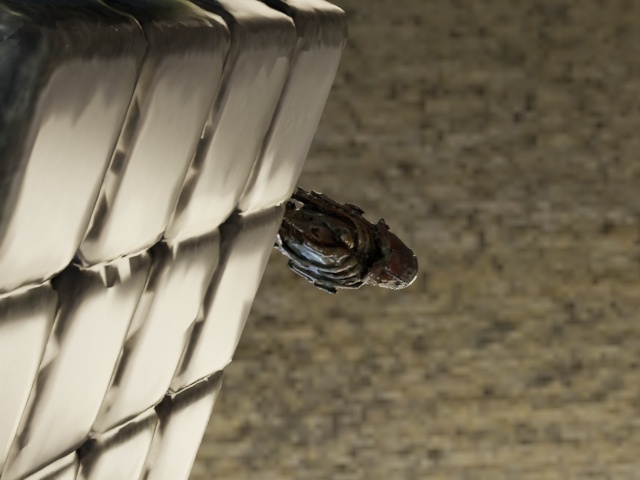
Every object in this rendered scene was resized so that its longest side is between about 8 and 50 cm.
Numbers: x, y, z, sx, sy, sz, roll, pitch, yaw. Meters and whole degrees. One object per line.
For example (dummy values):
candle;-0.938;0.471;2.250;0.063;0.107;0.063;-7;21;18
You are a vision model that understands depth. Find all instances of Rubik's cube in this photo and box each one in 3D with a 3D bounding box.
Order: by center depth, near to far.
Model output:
Rubik's cube;-0.230;0.013;0.714;0.344;0.337;0.344;-69;-13;12

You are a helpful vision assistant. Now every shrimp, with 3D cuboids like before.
shrimp;0.000;0.000;1.859;0.079;0.233;0.090;13;82;56
